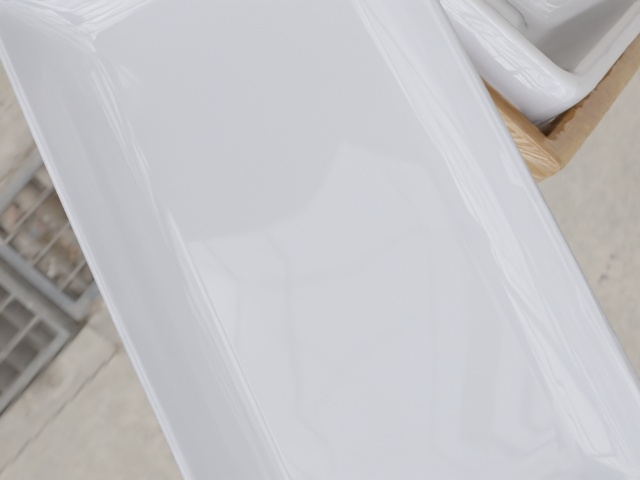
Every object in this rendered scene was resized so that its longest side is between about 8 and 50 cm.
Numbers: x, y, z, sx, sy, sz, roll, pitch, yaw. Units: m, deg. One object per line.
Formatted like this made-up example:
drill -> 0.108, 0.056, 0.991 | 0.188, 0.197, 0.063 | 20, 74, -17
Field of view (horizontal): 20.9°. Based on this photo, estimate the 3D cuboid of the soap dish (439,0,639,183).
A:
soap dish -> 0.067, -0.141, 0.971 | 0.229, 0.291, 0.118 | 42, 118, 3

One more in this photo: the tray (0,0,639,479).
tray -> 0.000, 0.000, 0.575 | 0.145, 0.030, 0.270 | -28, 75, 8
